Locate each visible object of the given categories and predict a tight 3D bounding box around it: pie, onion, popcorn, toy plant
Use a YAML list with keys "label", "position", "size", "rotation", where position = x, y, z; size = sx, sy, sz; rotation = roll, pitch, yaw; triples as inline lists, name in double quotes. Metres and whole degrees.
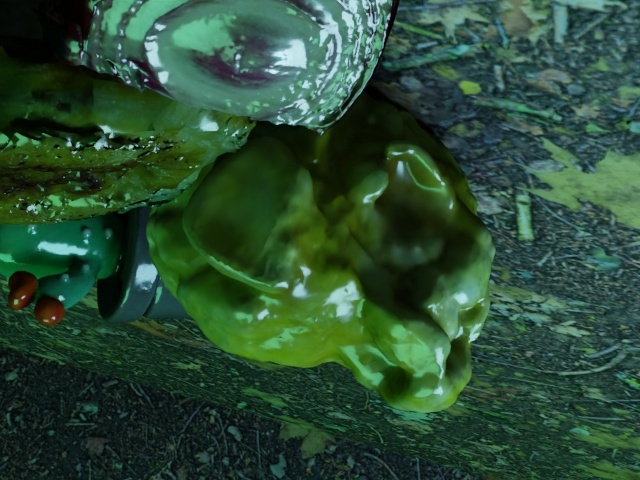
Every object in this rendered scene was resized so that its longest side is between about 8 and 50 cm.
- label: "pie"
  position: [-0.225, -0.080, 0.788]
  size: [0.354, 0.103, 0.288]
  rotation: [3, 171, -11]
- label: "onion"
  position: [-0.052, -0.210, 0.683]
  size: [0.216, 0.206, 0.207]
  rotation: [13, 134, -27]
- label: "popcorn"
  position: [-0.002, 0.004, 1.039]
  size: [0.334, 0.292, 0.293]
  rotation: [12, 163, -3]
- label: "toy plant"
  position: [-0.271, -0.003, 1.347]
  size: [0.400, 0.280, 0.185]
  rotation: [8, 159, -23]

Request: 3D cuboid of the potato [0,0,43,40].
- label: "potato"
  position: [-0.285, -0.183, 0.914]
  size: [0.189, 0.211, 0.264]
  rotation: [-11, 148, 36]
